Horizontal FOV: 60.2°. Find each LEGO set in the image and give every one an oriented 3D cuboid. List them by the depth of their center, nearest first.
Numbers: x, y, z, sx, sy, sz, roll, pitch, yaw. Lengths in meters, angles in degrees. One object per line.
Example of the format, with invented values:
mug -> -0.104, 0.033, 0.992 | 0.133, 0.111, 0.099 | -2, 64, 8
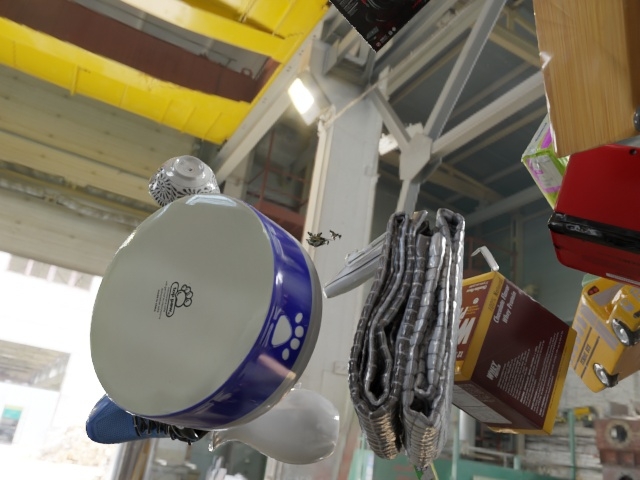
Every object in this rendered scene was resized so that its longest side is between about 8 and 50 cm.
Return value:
LEGO set -> 0.002, 0.001, 1.035 | 0.083, 0.023, 0.054 | -2, 25, -30

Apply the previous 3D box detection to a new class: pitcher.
pitcher -> -0.075, 0.293, 0.969 | 0.207, 0.177, 0.125 | 12, -35, -9

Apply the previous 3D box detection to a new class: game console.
game console -> 0.309, -0.017, 0.535 | 0.144, 0.085, 0.124 | 21, -19, 40

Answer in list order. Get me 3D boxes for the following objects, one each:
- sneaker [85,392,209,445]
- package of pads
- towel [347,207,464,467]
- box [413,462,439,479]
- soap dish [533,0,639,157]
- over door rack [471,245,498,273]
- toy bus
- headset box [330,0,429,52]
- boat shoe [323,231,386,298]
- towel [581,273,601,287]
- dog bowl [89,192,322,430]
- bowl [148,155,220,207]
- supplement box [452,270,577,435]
sneaker -> -0.282, 0.315, 1.050 | 0.330, 0.129, 0.147 | -14, 4, -7
package of pads -> 0.718, -0.208, 1.588 | 0.296, 0.229, 0.101 | 48, -29, -22
towel -> 0.115, 0.125, 0.719 | 0.122, 0.283, 0.235 | 5, -32, 16
box -> 0.237, 0.516, 1.265 | 0.043, 0.179, 0.105 | -22, -6, 6
soap dish -> 0.272, -0.223, 0.398 | 0.229, 0.290, 0.118 | -17, 21, 0
over door rack -> 0.212, 0.183, 1.091 | 0.240, 0.108, 0.324 | -18, -36, -40
toy bus -> 0.533, 0.161, 0.987 | 0.108, 0.130, 0.332 | -25, -38, -3
headset box -> 0.133, -0.682, 1.444 | 0.293, 0.110, 0.218 | 46, -60, -11
boat shoe -> 0.097, 0.054, 1.314 | 0.226, 0.075, 0.083 | -30, -18, 0
towel -> 0.768, 0.051, 1.254 | 0.325, 0.038, 0.248 | -23, -8, 27
dog bowl -> -0.137, 0.081, 0.648 | 0.265, 0.264, 0.104 | -4, -24, 28
bowl -> -0.315, -0.147, 1.305 | 0.170, 0.170, 0.080 | 14, -45, -13
supplement box -> 0.293, 0.190, 0.929 | 0.194, 0.191, 0.129 | 35, -27, -13
